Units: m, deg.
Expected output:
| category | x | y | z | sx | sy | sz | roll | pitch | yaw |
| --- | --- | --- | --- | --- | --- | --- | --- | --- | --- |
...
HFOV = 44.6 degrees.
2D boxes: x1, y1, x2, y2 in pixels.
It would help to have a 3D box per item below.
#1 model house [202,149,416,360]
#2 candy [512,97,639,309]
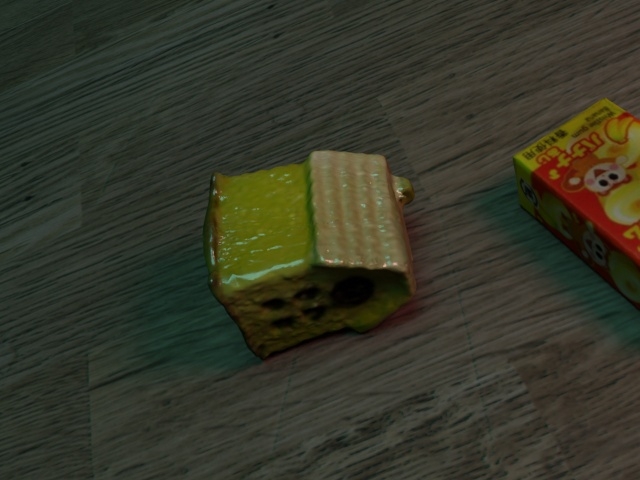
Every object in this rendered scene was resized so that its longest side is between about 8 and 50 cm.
| category | x | y | z | sx | sy | sz | roll | pitch | yaw |
| --- | --- | --- | --- | --- | --- | --- | --- | --- | --- |
| model house | 0.000 | 0.000 | 0.917 | 0.234 | 0.174 | 0.193 | -18 | 46 | 13 |
| candy | 0.350 | -0.031 | 0.851 | 0.146 | 0.088 | 0.276 | -31 | 47 | -5 |
